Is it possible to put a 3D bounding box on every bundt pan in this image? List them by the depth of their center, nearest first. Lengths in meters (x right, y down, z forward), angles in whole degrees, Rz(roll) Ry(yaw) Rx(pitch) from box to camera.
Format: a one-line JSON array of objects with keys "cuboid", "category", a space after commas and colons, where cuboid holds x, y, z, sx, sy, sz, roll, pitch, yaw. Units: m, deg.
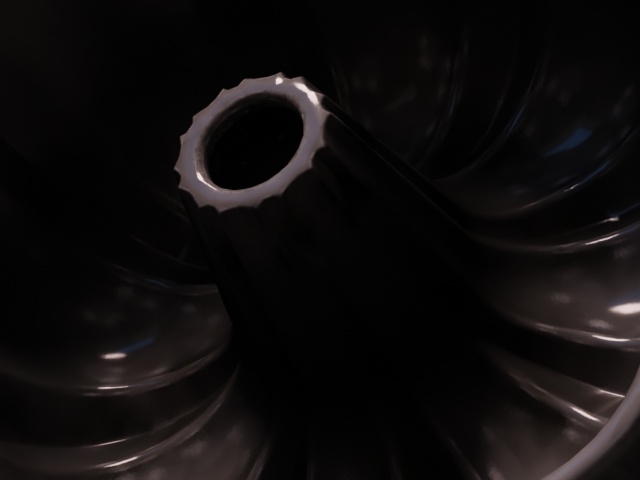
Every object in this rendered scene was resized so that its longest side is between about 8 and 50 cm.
[{"cuboid": [0.000, 0.000, 0.519, 0.331, 0.331, 0.124, -31, -40, 4], "category": "bundt pan"}]

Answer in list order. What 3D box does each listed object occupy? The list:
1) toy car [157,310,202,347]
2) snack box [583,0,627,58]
[{"cuboid": [-0.008, 0.064, 0.649, 0.182, 0.136, 0.159, -32, 3, -16], "category": "toy car"}, {"cuboid": [0.168, -0.066, 0.673, 0.070, 0.174, 0.207, -33, 3, 5], "category": "snack box"}]
